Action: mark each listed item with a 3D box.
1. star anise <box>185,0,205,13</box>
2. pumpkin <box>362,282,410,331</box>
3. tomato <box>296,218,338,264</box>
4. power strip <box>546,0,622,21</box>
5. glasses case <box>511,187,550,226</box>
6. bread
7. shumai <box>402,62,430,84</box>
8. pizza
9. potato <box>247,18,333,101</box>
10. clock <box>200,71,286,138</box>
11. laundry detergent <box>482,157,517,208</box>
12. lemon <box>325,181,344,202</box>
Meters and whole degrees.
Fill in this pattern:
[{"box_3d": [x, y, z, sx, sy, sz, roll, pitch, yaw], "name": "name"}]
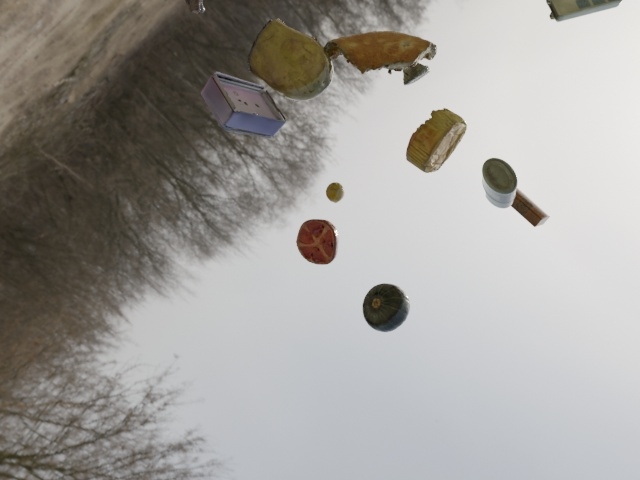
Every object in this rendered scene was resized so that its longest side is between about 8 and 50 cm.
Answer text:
[{"box_3d": [-0.265, -0.559, 1.048, 0.063, 0.208, 0.172, -4, -160, -5], "name": "star anise"}, {"box_3d": [0.220, 0.223, 1.792, 0.167, 0.125, 0.167, -20, -116, 47], "name": "pumpkin"}, {"box_3d": [0.000, 0.000, 1.718, 0.155, 0.155, 0.069, -28, 176, 33], "name": "tomato"}, {"box_3d": [0.678, -0.620, 1.373, 0.192, 0.081, 0.035, -16, 165, -3], "name": "power strip"}, {"box_3d": [0.706, -0.141, 1.889, 0.075, 0.218, 0.049, -10, 141, -47], "name": "glasses case"}, {"box_3d": [0.441, -0.389, 2.065, 0.133, 0.179, 0.250, 46, -58, 30], "name": "bread"}, {"box_3d": [0.348, -0.645, 2.001, 0.099, 0.087, 0.124, -29, -176, -27], "name": "shumai"}, {"box_3d": [0.195, -0.601, 1.710, 0.365, 0.074, 0.182, -4, -119, -4], "name": "pizza"}, {"box_3d": [-0.080, -0.561, 1.716, 0.229, 0.266, 0.229, -45, 168, -13], "name": "potato"}, {"box_3d": [-0.200, -0.352, 1.397, 0.073, 0.193, 0.145, -45, -115, 30], "name": "clock"}, {"box_3d": [0.450, -0.133, 1.345, 0.070, 0.099, 0.225, -41, 161, 7], "name": "laundry detergent"}, {"box_3d": [0.049, -0.158, 1.768, 0.062, 0.083, 0.062, -4, -137, 4], "name": "lemon"}]
